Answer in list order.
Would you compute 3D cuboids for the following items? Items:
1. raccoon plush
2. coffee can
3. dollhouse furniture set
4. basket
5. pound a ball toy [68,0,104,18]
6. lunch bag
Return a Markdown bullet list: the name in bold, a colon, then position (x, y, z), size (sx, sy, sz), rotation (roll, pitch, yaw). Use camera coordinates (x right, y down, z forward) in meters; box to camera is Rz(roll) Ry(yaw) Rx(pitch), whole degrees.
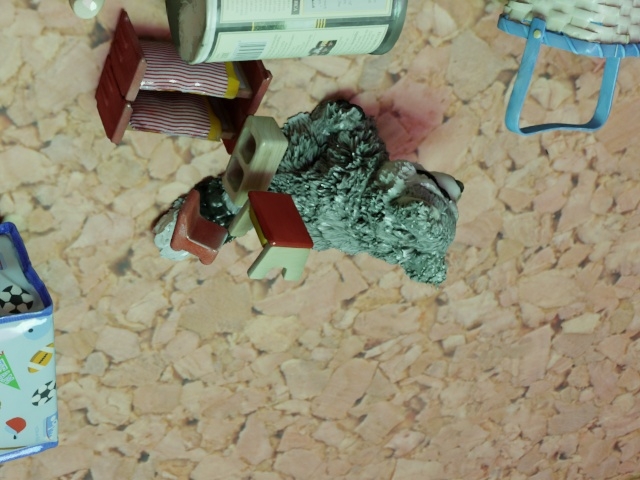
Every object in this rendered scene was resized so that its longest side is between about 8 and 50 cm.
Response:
- **raccoon plush**: position (0.000, 0.000, 2.161), size (0.446, 0.299, 0.216), rotation (-35, 135, 6)
- **coffee can**: position (-0.048, -0.340, 1.908), size (0.275, 0.201, 0.202), rotation (-6, 131, -21)
- **dollhouse furniture set**: position (-0.149, -0.129, 1.928), size (0.201, 0.374, 0.152), rotation (2, 132, -29)
- **basket**: position (0.382, -0.298, 2.130), size (0.254, 0.201, 0.289), rotation (-8, 112, -50)
- **pound a ball toy**: position (-0.298, -0.453, 1.713), size (0.208, 0.136, 0.319), rotation (21, 113, -22)
- **lunch bag**: position (-0.594, 0.179, 2.079), size (0.385, 0.239, 0.328), rotation (-16, 136, -22)
